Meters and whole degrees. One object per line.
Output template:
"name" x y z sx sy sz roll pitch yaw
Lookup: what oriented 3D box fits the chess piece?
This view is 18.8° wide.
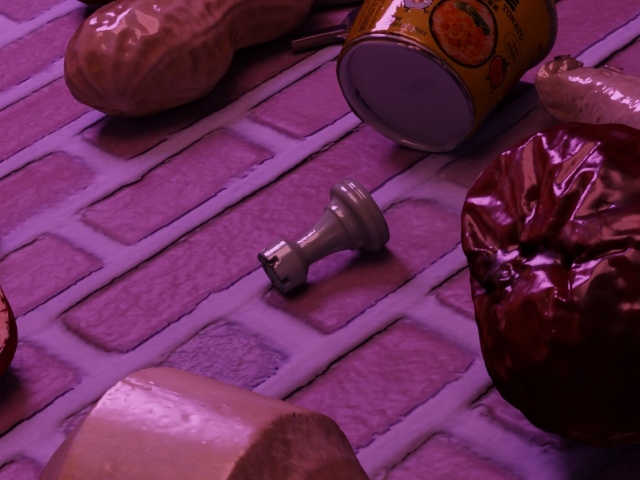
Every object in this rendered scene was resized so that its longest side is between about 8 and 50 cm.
"chess piece" 0.000 0.000 1.619 0.103 0.067 0.067 -32 36 -13

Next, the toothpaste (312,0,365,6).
"toothpaste" 0.051 -0.266 2.029 0.197 0.029 0.048 -6 34 7

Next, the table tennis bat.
"table tennis bat" 0.047 -0.217 1.969 0.158 0.014 0.095 -13 34 -1

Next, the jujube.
"jujube" 0.205 0.035 1.361 0.213 0.213 0.232 -13 39 1

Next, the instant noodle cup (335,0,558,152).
"instant noodle cup" 0.105 -0.175 1.752 0.182 0.182 0.144 9 49 30

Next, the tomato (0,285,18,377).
"tomato" -0.322 0.080 1.593 0.139 0.091 0.159 -38 66 -18

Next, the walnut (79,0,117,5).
"walnut" -0.226 -0.325 2.147 0.116 0.115 0.207 3 37 24

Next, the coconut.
"coconut" -0.084 0.186 1.247 0.222 0.202 0.202 13 41 30

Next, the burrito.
"burrito" 0.279 -0.108 1.677 0.087 0.060 0.226 -29 36 -30

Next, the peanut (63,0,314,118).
"peanut" -0.122 -0.215 1.936 0.136 0.120 0.298 39 55 23
